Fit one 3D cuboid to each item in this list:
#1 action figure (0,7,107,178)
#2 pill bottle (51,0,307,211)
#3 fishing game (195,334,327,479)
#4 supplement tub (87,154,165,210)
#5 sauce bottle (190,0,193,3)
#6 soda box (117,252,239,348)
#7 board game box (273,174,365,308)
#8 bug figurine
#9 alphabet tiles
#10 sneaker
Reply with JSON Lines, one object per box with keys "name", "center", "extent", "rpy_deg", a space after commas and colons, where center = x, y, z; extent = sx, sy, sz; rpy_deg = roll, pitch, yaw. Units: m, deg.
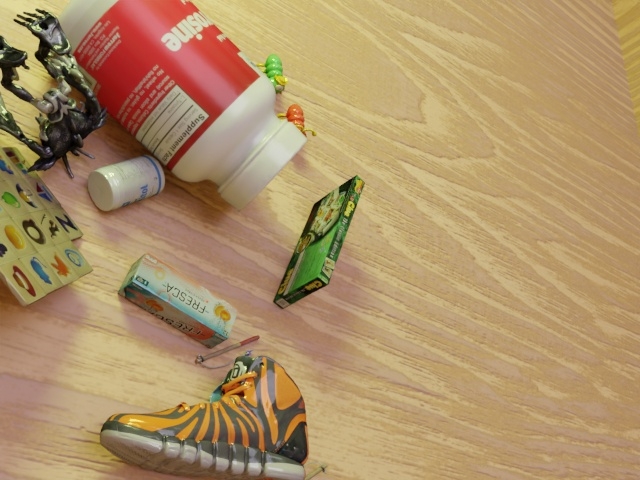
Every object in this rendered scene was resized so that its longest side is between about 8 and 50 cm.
{"name": "action figure", "center": [-0.408, -0.213, 1.122], "extent": [0.141, 0.275, 0.164], "rpy_deg": [40, 65, 18]}
{"name": "pill bottle", "center": [-0.226, -0.248, 1.270], "extent": [0.408, 0.229, 0.229], "rpy_deg": [43, 46, -9]}
{"name": "fishing game", "center": [-0.096, 0.285, 1.236], "extent": [0.189, 0.041, 0.264], "rpy_deg": [-15, 75, -44]}
{"name": "supplement tub", "center": [-0.313, -0.094, 1.237], "extent": [0.107, 0.071, 0.071], "rpy_deg": [-28, 86, -45]}
{"name": "sauce bottle", "center": [-0.332, -0.490, 1.412], "extent": [0.111, 0.111, 0.344], "rpy_deg": [-31, 89, -46]}
{"name": "soda box", "center": [-0.224, 0.098, 1.217], "extent": [0.183, 0.058, 0.063], "rpy_deg": [35, 49, -20]}
{"name": "board game box", "center": [0.000, 0.000, 1.409], "extent": [0.030, 0.136, 0.259], "rpy_deg": [40, 47, -21]}
{"name": "bug figurine", "center": [-0.133, -0.289, 1.499], "extent": [0.279, 0.072, 0.216], "rpy_deg": [8, 62, -37]}
{"name": "alphabet tiles", "center": [-0.430, -0.050, 1.011], "extent": [0.285, 0.011, 0.342], "rpy_deg": [53, 7, -5]}
{"name": "sneaker", "center": [-0.161, 0.253, 1.129], "extent": [0.321, 0.124, 0.180], "rpy_deg": [20, 59, -31]}
